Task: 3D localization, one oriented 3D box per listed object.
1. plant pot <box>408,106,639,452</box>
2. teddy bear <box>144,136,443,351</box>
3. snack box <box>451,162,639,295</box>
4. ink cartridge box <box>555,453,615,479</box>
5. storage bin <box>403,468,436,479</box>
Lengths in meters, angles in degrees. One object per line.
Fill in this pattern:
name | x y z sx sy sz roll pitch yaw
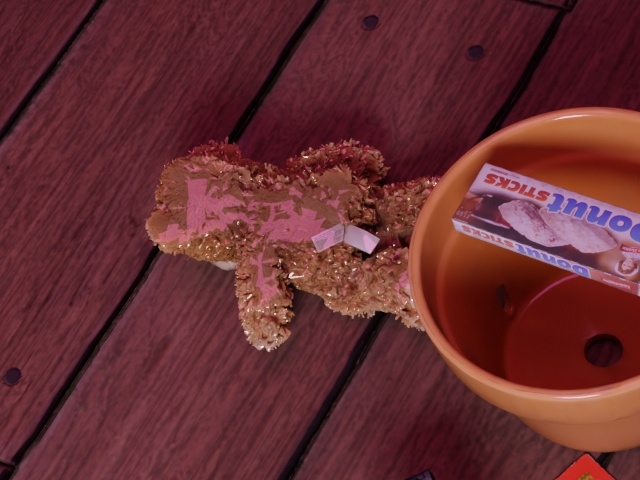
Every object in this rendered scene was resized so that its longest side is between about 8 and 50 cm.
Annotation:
plant pot | 0.239 0.057 1.524 0.290 0.203 0.291 -8 55 12
teddy bear | 0.000 0.000 1.713 0.338 0.113 0.245 -4 64 6
snack box | 0.202 -0.011 1.441 0.178 0.022 0.064 21 65 29
ink cartridge box | 0.238 0.277 1.479 0.145 0.045 0.179 -40 57 -10
storage bin | 0.096 0.302 1.458 0.084 0.122 0.180 -25 54 1
